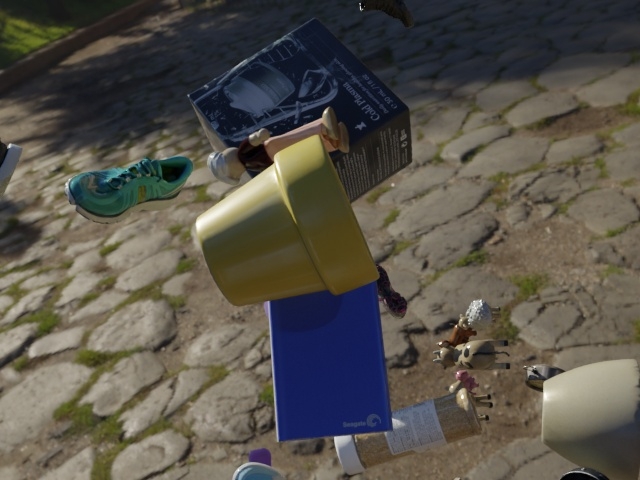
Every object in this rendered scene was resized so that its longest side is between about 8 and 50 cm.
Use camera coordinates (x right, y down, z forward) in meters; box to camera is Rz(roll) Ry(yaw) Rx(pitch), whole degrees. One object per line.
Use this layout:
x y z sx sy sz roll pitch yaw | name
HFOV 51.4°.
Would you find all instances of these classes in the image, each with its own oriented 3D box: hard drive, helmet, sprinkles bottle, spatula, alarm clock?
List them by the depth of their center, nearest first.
0.014 0.201 1.239 0.210 0.318 0.040 -2 -16 -11 | hard drive
0.657 0.649 1.633 0.169 0.169 0.161 0 42 37 | helmet
0.217 0.478 1.663 0.356 0.121 0.121 -20 25 10 | sprinkles bottle
0.683 0.415 2.030 0.129 0.192 0.064 -14 54 49 | alarm clock
-0.196 0.785 2.046 0.084 0.296 0.030 0 10 -41 | spatula

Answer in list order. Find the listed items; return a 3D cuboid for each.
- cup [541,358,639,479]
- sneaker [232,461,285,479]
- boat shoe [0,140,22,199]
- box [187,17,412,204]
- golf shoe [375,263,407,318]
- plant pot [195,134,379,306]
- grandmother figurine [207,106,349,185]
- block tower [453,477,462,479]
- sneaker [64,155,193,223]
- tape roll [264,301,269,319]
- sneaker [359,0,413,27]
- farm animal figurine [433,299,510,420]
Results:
0.731 0.480 1.817 0.237 0.331 0.331 3 32 19 | cup
-0.089 0.735 1.822 0.127 0.319 0.208 -53 20 -18 | sneaker
-0.495 -0.047 0.913 0.114 0.091 0.302 -54 29 25 | boat shoe
-0.054 -0.331 2.001 0.472 0.297 0.480 -35 63 -8 | box
0.180 0.149 1.914 0.068 0.086 0.186 -27 66 -12 | golf shoe
-0.060 -0.011 1.080 0.239 0.254 0.254 -22 25 4 | plant pot
-0.108 -0.208 1.559 0.343 0.208 0.104 -13 55 20 | grandmother figurine
0.190 0.627 1.308 0.335 0.091 0.097 -44 -7 -17 | block tower
-0.340 -0.109 1.199 0.110 0.107 0.275 -39 -6 31 | sneaker
-0.060 0.185 1.919 0.189 0.189 0.080 -29 30 -18 | tape roll
0.121 -0.503 1.394 0.089 0.170 0.051 -31 31 10 | sneaker
0.448 0.387 2.055 0.172 0.326 0.330 3 59 -16 | farm animal figurine
